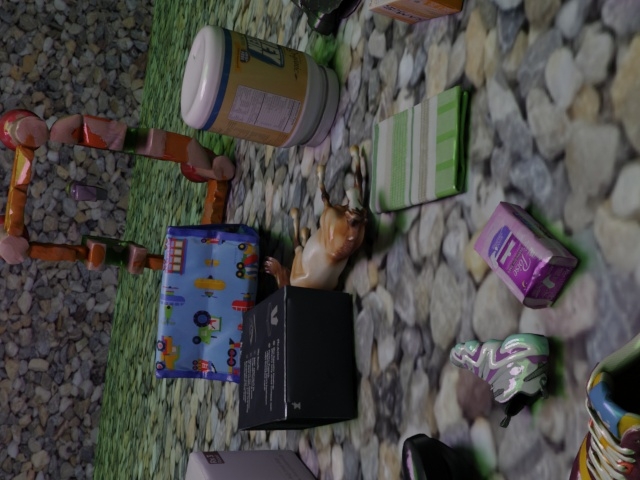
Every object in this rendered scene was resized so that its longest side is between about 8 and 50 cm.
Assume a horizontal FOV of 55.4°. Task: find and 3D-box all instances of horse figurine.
[{"bbox_3d":[0.000,0.000,0.789,0.263,0.066,0.175,-55,31,41],"label":"horse figurine"}]

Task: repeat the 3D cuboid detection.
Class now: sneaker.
[{"bbox_3d":[0.140,0.114,0.488,0.098,0.038,0.069,-31,54,58],"label":"sneaker"},{"bbox_3d":[0.006,-0.374,0.922,0.089,0.051,0.170,-61,37,36],"label":"sneaker"},{"bbox_3d":[0.179,0.111,0.356,0.069,0.083,0.186,52,127,57],"label":"sneaker"}]

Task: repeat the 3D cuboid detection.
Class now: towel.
[{"bbox_3d":[0.104,-0.091,0.659,0.152,0.023,0.113,-10,75,61],"label":"towel"}]

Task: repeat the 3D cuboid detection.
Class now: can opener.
[{"bbox_3d":[0.103,0.254,0.501,0.059,0.073,0.186,-32,62,47],"label":"can opener"}]

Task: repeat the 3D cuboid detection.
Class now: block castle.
[{"bbox_3d":[-0.425,-0.088,1.255,0.212,0.453,0.303,17,98,56],"label":"block castle"}]

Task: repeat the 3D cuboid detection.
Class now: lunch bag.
[{"bbox_3d":[-0.170,0.085,1.013,0.293,0.138,0.221,-122,37,-85],"label":"lunch bag"}]

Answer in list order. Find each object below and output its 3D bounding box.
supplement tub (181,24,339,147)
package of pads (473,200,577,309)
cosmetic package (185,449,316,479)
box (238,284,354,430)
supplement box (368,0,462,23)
[{"bbox_3d":[-0.088,-0.215,0.885,0.144,0.199,0.144,-30,56,58],"label":"supplement tub"},{"bbox_3d":[0.161,0.011,0.489,0.083,0.031,0.050,-117,41,-51],"label":"package of pads"},{"bbox_3d":[-0.096,0.474,0.727,0.217,0.156,0.385,24,102,63],"label":"cosmetic package"},{"bbox_3d":[-0.035,0.155,0.774,0.158,0.093,0.156,-38,49,56],"label":"box"},{"bbox_3d":[0.103,-0.268,0.666,0.098,0.062,0.036,-155,74,-64],"label":"supplement box"}]
